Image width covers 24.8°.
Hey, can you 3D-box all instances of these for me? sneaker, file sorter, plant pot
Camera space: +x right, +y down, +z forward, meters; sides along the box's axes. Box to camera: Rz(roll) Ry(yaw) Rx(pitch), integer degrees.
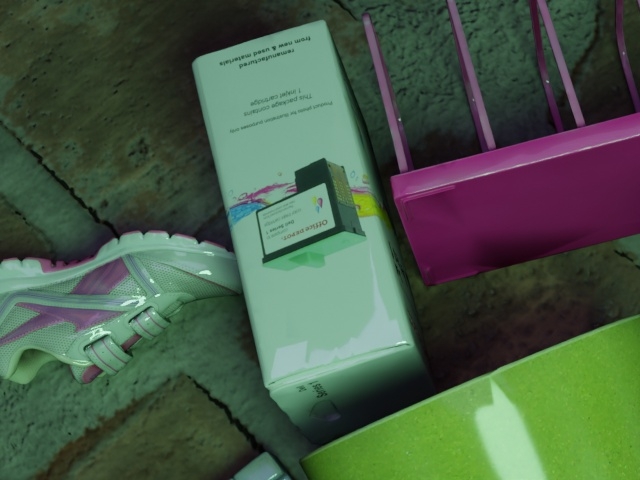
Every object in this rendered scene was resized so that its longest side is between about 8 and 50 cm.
[{"bbox_3d":[-0.177,0.064,1.238,0.252,0.103,0.111,-12,72,13],"label":"sneaker"},{"bbox_3d":[0.194,-0.110,1.167,0.291,0.202,0.182,-14,67,6],"label":"file sorter"},{"bbox_3d":[0.165,0.239,1.033,0.275,0.275,0.293,-23,80,2],"label":"plant pot"}]

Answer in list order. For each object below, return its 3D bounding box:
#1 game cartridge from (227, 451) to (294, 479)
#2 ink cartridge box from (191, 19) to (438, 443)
[{"bbox_3d":[-0.025,0.369,1.114,0.230,0.068,0.355,-39,68,0],"label":"game cartridge"},{"bbox_3d":[0.000,0.000,1.163,0.117,0.201,0.278,-16,68,5],"label":"ink cartridge box"}]
